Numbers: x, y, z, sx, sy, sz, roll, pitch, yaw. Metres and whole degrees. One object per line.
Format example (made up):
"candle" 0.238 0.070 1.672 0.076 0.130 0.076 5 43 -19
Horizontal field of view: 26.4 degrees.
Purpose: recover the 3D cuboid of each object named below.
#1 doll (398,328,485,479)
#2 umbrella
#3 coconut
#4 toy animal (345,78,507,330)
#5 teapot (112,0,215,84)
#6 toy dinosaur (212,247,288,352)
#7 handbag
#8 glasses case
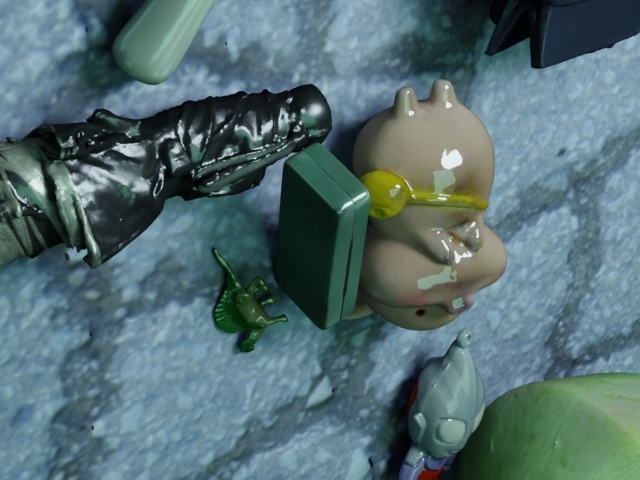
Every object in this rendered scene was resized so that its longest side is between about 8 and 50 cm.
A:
"doll" 0.127 0.188 1.445 0.102 0.075 0.227 -21 134 -48
"umbrella" -0.137 -0.064 1.108 0.358 0.106 0.113 -18 116 -31
"coconut" 0.287 0.293 1.477 0.328 0.281 0.328 -26 143 -22
"toy animal" 0.094 -0.029 1.277 0.165 0.149 0.248 -7 122 -18
"teapot" -0.033 -0.267 1.059 0.220 0.149 0.318 9 125 -7
"toy dinosaur" -0.075 0.057 1.264 0.060 0.029 0.119 -35 127 -2
"handbag" 0.234 -0.328 1.216 0.269 0.118 0.325 -25 130 -50
"glasses case" 0.000 0.000 1.215 0.039 0.078 0.184 -31 151 -25
